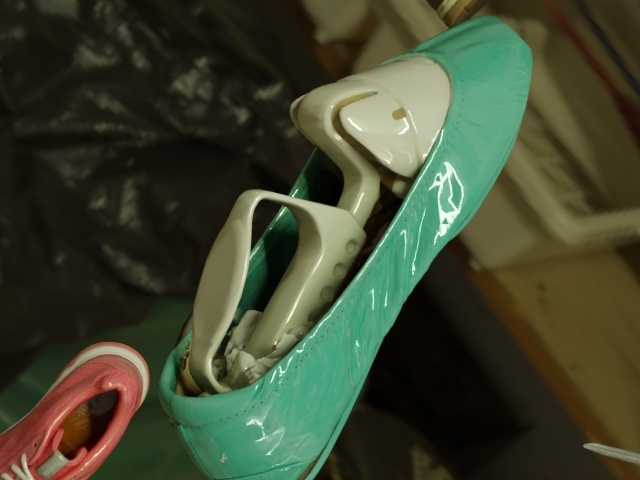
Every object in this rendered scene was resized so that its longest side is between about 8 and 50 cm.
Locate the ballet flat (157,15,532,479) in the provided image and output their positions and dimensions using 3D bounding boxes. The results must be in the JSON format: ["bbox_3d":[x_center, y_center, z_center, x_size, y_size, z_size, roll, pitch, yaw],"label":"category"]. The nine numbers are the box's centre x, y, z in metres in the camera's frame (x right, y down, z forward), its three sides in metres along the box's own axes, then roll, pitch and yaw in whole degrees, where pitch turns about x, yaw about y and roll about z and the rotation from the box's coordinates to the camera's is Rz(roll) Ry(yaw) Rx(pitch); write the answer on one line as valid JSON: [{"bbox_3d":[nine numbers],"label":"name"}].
[{"bbox_3d":[0.011,-0.012,0.678,0.083,0.247,0.087,13,-23,45],"label":"ballet flat"}]

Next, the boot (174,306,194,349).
[{"bbox_3d":[0.000,0.000,1.075,0.083,0.161,0.246,43,68,8],"label":"boot"}]

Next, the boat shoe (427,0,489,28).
[{"bbox_3d":[0.100,-0.179,1.023,0.049,0.056,0.152,45,28,0],"label":"boat shoe"}]

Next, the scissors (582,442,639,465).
[{"bbox_3d":[0.371,0.218,1.382,0.109,0.297,0.021,70,30,-68],"label":"scissors"}]

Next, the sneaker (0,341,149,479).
[{"bbox_3d":[-0.311,0.241,1.764,0.116,0.314,0.136,41,-1,-10],"label":"sneaker"}]
